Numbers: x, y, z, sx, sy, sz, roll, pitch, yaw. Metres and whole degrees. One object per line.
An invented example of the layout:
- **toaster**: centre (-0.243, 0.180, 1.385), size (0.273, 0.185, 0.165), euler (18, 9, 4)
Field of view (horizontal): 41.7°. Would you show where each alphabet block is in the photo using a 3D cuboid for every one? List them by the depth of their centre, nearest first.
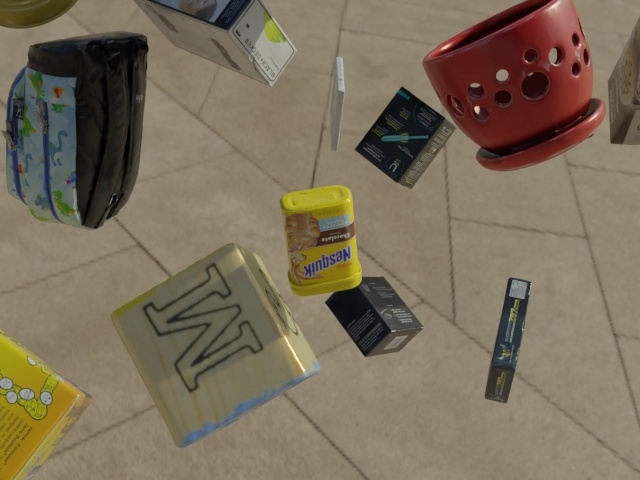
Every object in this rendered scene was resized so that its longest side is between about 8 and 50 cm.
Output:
- **alphabet block**: centre (-0.134, 0.140, 1.137), size (0.193, 0.192, 0.197), euler (-30, 82, 0)

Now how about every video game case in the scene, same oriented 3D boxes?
- **video game case**: centre (0.036, -0.303, 1.870), size (0.019, 0.157, 0.143), euler (4, 41, -4)

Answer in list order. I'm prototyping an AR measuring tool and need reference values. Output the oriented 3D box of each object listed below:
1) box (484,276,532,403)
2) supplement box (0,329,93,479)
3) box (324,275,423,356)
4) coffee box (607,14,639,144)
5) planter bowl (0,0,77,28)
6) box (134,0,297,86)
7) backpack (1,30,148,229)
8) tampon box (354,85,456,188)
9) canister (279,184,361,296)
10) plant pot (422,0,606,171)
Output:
- **box**: centre (0.429, 0.229, 1.923), size (0.059, 0.183, 0.233), euler (12, 58, 14)
- **supplement box**: centre (-0.594, 0.238, 1.419), size (0.356, 0.194, 0.195), euler (36, 76, 0)
- **box**: centre (0.119, 0.164, 1.845), size (0.158, 0.093, 0.156), euler (53, 24, 23)
- **coffee box**: centre (0.695, -0.337, 1.748), size (0.118, 0.297, 0.168), euler (2, 69, 4)
- **planter bowl**: centre (-0.580, -0.526, 1.645), size (0.217, 0.090, 0.217), euler (-2, 62, 4)
- **box**: centre (-0.199, -0.400, 1.541), size (0.290, 0.169, 0.087), euler (29, 80, 36)
- **backpack**: centre (-0.452, -0.198, 1.578), size (0.273, 0.356, 0.290), euler (-1, 18, 14)
- **tampon box**: centre (0.175, -0.207, 1.712), size (0.120, 0.161, 0.101), euler (41, 11, 21)
- **canister**: centre (0.000, 0.000, 1.403), size (0.126, 0.170, 0.073), euler (-10, 33, -4)
- **plant pot**: centre (0.244, -0.189, 1.035), size (0.191, 0.174, 0.191), euler (-25, 12, 6)
